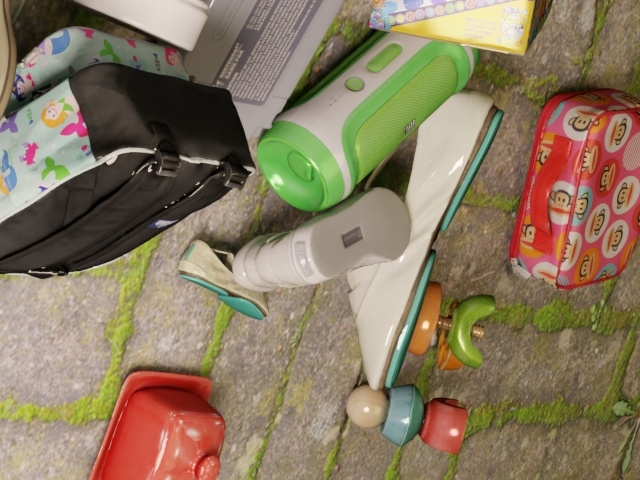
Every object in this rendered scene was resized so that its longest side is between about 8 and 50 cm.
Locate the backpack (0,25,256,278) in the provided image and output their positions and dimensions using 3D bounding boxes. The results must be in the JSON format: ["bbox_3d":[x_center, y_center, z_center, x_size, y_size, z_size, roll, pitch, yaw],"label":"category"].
[{"bbox_3d":[-0.221,-0.071,1.500,0.253,0.191,0.225,-37,157,29],"label":"backpack"}]

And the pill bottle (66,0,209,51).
[{"bbox_3d":[-0.133,-0.334,1.510,0.161,0.161,0.283,19,94,-55],"label":"pill bottle"}]

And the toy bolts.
[{"bbox_3d":[0.124,0.167,2.210,0.218,0.158,0.228,172,-69,-84],"label":"toy bolts"}]

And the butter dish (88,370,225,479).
[{"bbox_3d":[-0.164,0.241,1.836,0.160,0.118,0.160,14,98,-55],"label":"butter dish"}]

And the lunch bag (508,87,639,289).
[{"bbox_3d":[0.386,-0.073,2.387,0.258,0.120,0.293,-12,119,-49],"label":"lunch bag"}]

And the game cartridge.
[{"bbox_3d":[-0.065,-0.242,1.686,0.196,0.060,0.294,1,124,-56],"label":"game cartridge"}]

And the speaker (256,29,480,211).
[{"bbox_3d":[0.060,-0.162,1.898,0.296,0.131,0.131,-44,139,-30],"label":"speaker"}]

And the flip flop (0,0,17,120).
[{"bbox_3d":[-0.314,-0.209,1.388,0.080,0.112,0.277,-1,106,-51],"label":"flip flop"}]

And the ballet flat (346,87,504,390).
[{"bbox_3d":[0.104,-0.013,2.047,0.139,0.139,0.400,18,95,-55],"label":"ballet flat"}]

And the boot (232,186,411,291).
[{"bbox_3d":[0.000,0.000,1.902,0.258,0.123,0.095,-16,95,-58],"label":"boot"}]

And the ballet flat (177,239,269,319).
[{"bbox_3d":[-0.102,0.044,1.863,0.168,0.057,0.052,37,69,-55],"label":"ballet flat"}]

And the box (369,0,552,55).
[{"bbox_3d":[0.185,-0.384,1.799,0.290,0.177,0.279,-53,153,-67],"label":"box"}]
